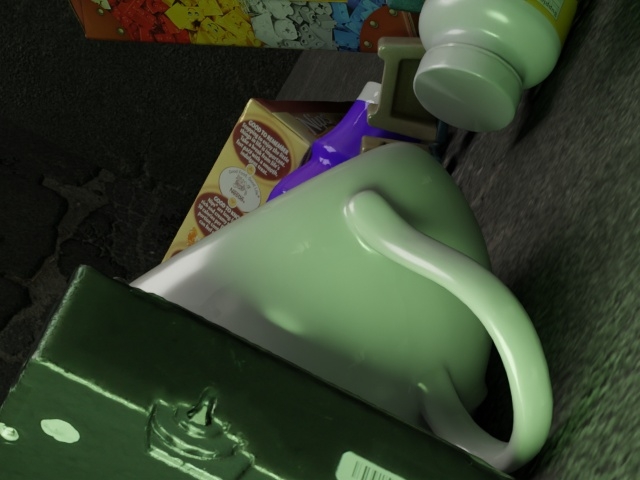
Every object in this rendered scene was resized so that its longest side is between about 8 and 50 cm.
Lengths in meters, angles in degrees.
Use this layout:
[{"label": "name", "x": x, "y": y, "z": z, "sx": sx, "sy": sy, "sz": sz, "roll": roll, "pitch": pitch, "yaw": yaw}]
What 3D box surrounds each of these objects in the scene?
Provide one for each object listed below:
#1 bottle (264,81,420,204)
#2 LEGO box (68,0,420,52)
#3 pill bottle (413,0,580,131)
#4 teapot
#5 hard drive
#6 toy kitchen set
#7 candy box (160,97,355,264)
[{"label": "bottle", "x": 0.000, "y": 0.000, "z": 1.271, "sx": 0.092, "sy": 0.118, "sz": 0.282, "roll": 27, "pitch": 85, "yaw": 47}, {"label": "LEGO box", "x": 0.005, "y": -0.414, "z": 1.416, "sx": 0.500, "sy": 0.373, "sz": 0.193, "roll": -59, "pitch": -37, "yaw": -35}, {"label": "pill bottle", "x": 0.131, "y": -0.172, "z": 1.052, "sx": 0.184, "sy": 0.103, "sz": 0.103, "roll": -66, "pitch": 9, "yaw": -25}, {"label": "teapot", "x": 0.004, "y": 0.074, "z": 0.807, "sx": 0.253, "sy": 0.187, "sz": 0.256, "roll": -31, "pitch": -3, "yaw": 13}, {"label": "hard drive", "x": -0.068, "y": 0.162, "z": 0.740, "sx": 0.339, "sy": 0.237, "sz": 0.064, "roll": -55, "pitch": 11, "yaw": 50}, {"label": "toy kitchen set", "x": 0.102, "y": -0.110, "z": 1.128, "sx": 0.166, "sy": 0.122, "sz": 0.207, "roll": -86, "pitch": 4, "yaw": -70}, {"label": "candy box", "x": -0.061, "y": 0.014, "z": 1.436, "sx": 0.183, "sy": 0.087, "sz": 0.316, "roll": -7, "pitch": -47, "yaw": -57}]
